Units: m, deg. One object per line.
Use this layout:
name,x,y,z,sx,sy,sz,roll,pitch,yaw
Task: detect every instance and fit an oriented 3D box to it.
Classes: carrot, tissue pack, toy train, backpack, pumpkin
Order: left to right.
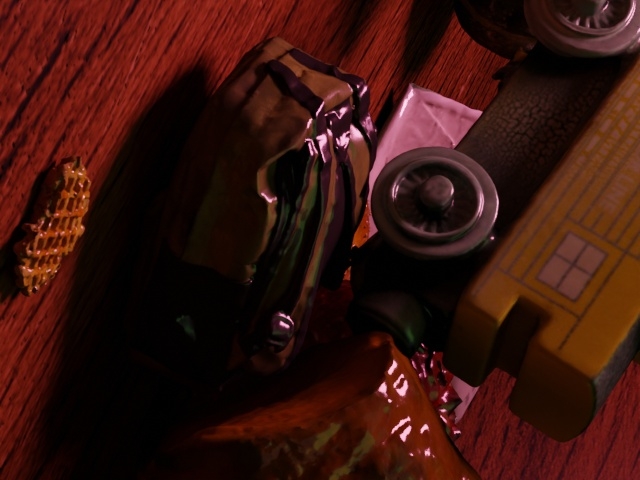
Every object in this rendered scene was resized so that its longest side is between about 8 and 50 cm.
backpack,-0.044,-0.019,1.141,0.207,0.140,0.253,-53,164,-57
carrot,0.014,0.233,1.149,0.341,0.241,0.241,63,34,-18
tissue pack,0.125,0.029,1.798,0.266,0.194,0.356,-62,165,-22
pumpkin,0.254,-0.315,1.719,0.260,0.189,0.260,15,90,-86
toy train,0.217,-0.041,1.268,0.442,0.272,0.179,-51,164,-24

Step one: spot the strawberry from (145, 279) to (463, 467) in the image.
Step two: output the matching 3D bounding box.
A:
strawberry,-0.018,0.169,1.358,0.288,0.250,0.238,-16,145,-22

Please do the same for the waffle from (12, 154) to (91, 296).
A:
waffle,-0.164,-0.007,0.948,0.078,0.016,0.085,86,29,-61

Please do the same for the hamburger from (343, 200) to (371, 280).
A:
hamburger,0.000,0.000,1.472,0.166,0.087,0.137,97,19,-49
